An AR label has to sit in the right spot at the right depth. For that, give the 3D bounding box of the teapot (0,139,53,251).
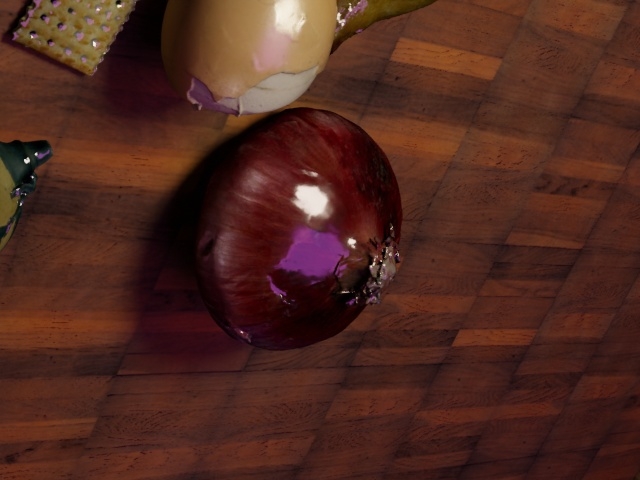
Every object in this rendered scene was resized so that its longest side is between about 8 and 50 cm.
[{"bbox_3d":[-0.417,-0.041,1.588,0.269,0.173,0.182,-29,178,11],"label":"teapot"}]

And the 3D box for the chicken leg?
[{"bbox_3d":[0.100,-0.357,1.842,0.361,0.140,0.212,-36,150,-24],"label":"chicken leg"}]

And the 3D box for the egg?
[{"bbox_3d":[-0.080,-0.264,1.691,0.201,0.201,0.245,4,107,-47],"label":"egg"}]

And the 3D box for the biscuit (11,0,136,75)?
[{"bbox_3d":[-0.246,-0.305,1.631,0.139,0.016,0.231,22,104,-53],"label":"biscuit"}]

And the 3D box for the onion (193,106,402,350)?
[{"bbox_3d":[0.000,0.000,1.935,0.347,0.285,0.348,-28,130,-38],"label":"onion"}]
